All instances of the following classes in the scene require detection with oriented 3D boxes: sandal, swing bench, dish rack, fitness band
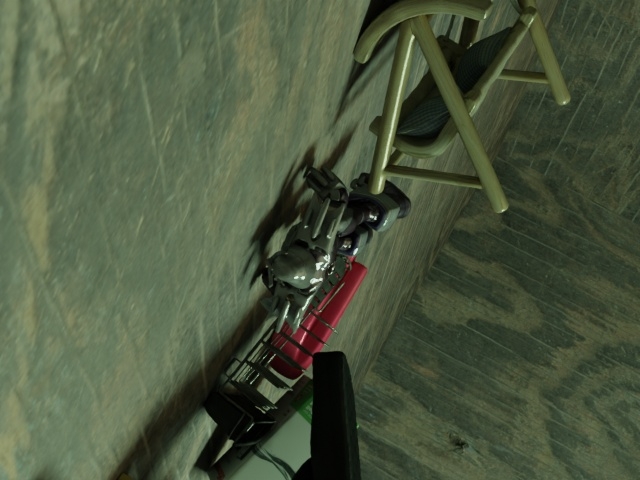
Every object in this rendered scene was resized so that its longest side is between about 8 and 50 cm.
[{"bbox_3d":[-0.006,0.334,1.400,0.167,0.107,0.446,77,9,-46],"label":"sandal"},{"bbox_3d":[0.159,-0.210,1.313,0.253,0.165,0.254,-51,141,-44],"label":"swing bench"},{"bbox_3d":[-0.038,0.138,1.547,0.271,0.074,0.208,-51,171,-3],"label":"dish rack"},{"bbox_3d":[0.009,0.068,1.759,0.291,0.054,0.209,-60,168,-14],"label":"fitness band"}]

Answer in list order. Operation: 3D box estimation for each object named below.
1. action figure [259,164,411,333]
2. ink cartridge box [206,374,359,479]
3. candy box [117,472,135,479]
[{"bbox_3d":[0.000,0.000,1.360,0.185,0.099,0.285,-57,170,24],"label":"action figure"},{"bbox_3d":[-0.057,0.298,1.703,0.208,0.087,0.153,-45,-174,-8],"label":"ink cartridge box"},{"bbox_3d":[-0.205,0.343,1.205,0.186,0.109,0.053,-57,171,-26],"label":"candy box"}]
